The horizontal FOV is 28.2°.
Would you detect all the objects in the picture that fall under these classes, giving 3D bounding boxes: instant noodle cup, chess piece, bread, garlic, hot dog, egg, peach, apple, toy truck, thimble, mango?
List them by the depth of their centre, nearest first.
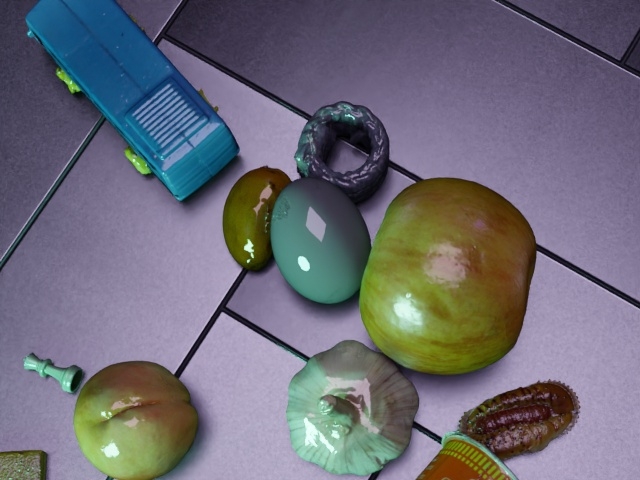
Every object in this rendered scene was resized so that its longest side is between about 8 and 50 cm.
[{"bbox_3d":[0.163,0.400,1.750,0.212,0.193,0.193,-38,76,-21],"label":"instant noodle cup"},{"bbox_3d":[0.039,0.231,1.804,0.199,0.226,0.199,-2,77,8],"label":"garlic"},{"bbox_3d":[0.185,0.053,1.819,0.233,0.286,0.286,16,76,9],"label":"apple"},{"bbox_3d":[-0.269,0.261,1.837,0.184,0.184,0.184,-1,75,3],"label":"peach"},{"bbox_3d":[0.290,0.268,1.870,0.192,0.053,0.099,-21,79,-1],"label":"hot dog"},{"bbox_3d":[-0.456,0.358,1.890,0.094,0.035,0.090,-3,74,2],"label":"bread"},{"bbox_3d":[0.000,0.000,1.897,0.146,0.146,0.198,-15,107,-2],"label":"egg"},{"bbox_3d":[-0.410,0.196,1.932,0.093,0.042,0.042,19,76,15],"label":"chess piece"},{"bbox_3d":[-0.102,-0.039,1.957,0.105,0.084,0.159,17,76,13],"label":"mango"},{"bbox_3d":[0.035,-0.135,1.969,0.150,0.098,0.150,0,75,2],"label":"thimble"},{"bbox_3d":[-0.295,-0.248,1.983,0.161,0.162,0.385,-40,76,-6],"label":"toy truck"}]
